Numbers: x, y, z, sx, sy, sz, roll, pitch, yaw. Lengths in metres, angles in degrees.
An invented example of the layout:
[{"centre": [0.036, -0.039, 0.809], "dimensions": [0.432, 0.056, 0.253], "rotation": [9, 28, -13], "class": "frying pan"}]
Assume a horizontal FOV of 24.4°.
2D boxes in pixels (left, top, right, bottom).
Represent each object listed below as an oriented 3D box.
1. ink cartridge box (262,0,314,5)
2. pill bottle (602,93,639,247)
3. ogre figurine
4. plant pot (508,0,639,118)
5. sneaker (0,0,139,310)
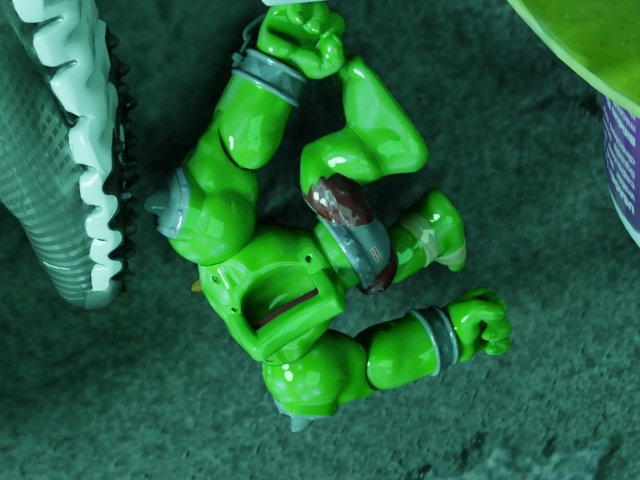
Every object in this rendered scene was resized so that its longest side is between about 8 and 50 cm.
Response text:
[{"centre": [0.021, -0.190, 0.532], "dimensions": [0.128, 0.127, 0.176], "rotation": [-7, 120, -16], "class": "ink cartridge box"}, {"centre": [0.203, -0.074, 0.622], "dimensions": [0.169, 0.169, 0.302], "rotation": [-24, 142, -7], "class": "pill bottle"}, {"centre": [0.000, 0.000, 0.657], "dimensions": [0.118, 0.097, 0.197], "rotation": [-37, 137, -11], "class": "ogre figurine"}, {"centre": [0.196, -0.199, 0.381], "dimensions": [0.293, 0.275, 0.275], "rotation": [-25, 125, -20], "class": "plant pot"}, {"centre": [-0.133, -0.066, 0.582], "dimensions": [0.106, 0.078, 0.234], "rotation": [-5, 131, 2], "class": "sneaker"}]
